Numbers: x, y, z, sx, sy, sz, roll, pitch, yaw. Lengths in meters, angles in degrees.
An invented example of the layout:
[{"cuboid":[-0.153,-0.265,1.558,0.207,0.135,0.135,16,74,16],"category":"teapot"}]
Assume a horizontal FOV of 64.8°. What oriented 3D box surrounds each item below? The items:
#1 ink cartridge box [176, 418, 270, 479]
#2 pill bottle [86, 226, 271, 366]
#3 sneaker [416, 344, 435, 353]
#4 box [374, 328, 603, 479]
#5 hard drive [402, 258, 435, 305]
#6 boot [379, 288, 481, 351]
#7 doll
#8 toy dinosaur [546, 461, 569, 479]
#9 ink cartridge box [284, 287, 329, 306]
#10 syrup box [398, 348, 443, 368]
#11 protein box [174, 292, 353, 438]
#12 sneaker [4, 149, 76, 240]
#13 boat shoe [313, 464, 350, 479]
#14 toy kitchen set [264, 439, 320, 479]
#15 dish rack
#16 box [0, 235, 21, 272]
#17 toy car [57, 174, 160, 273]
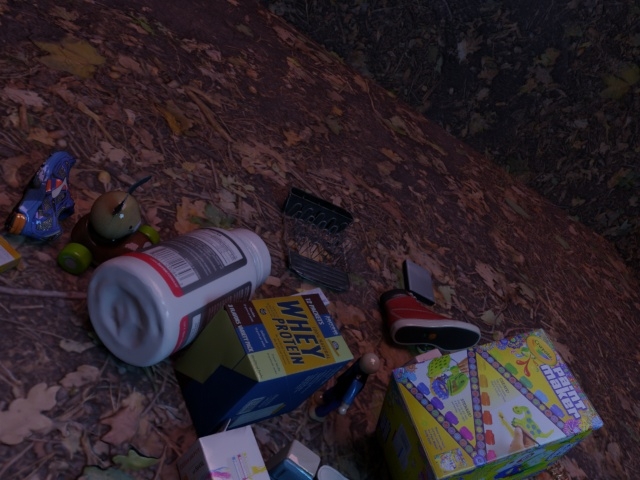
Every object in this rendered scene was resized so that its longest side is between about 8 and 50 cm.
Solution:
[{"cuboid":[-0.141,0.347,0.737,0.090,0.092,0.143,2,48,-43],"category":"ink cartridge box"},{"cuboid":[-0.224,0.075,0.890,0.176,0.176,0.318,46,29,9],"category":"pill bottle"},{"cuboid":[0.281,0.267,1.296,0.083,0.035,0.031,-12,61,-49],"category":"sneaker"},{"cuboid":[0.266,0.330,0.886,0.279,0.290,0.177,-12,52,-11],"category":"box"},{"cuboid":[0.289,0.123,1.486,0.094,0.022,0.135,28,35,-18],"category":"hard drive"},{"cuboid":[0.279,0.191,1.297,0.244,0.088,0.176,10,30,-14],"category":"boot"},{"cuboid":[0.048,0.268,0.926,0.046,0.189,0.129,37,33,-4],"category":"doll"},{"cuboid":[0.526,0.449,1.269,0.218,0.164,0.321,5,63,-21],"category":"toy dinosaur"},{"cuboid":[-0.082,0.157,1.012,0.207,0.097,0.046,-10,57,-49],"category":"ink cartridge box"},{"cuboid":[0.272,0.368,1.115,0.093,0.096,0.237,-4,54,-46],"category":"syrup box"},{"cuboid":[-0.097,0.206,0.846,0.201,0.200,0.136,0,51,-45],"category":"protein box"},{"cuboid":[-0.490,-0.078,0.920,0.087,0.083,0.221,35,36,-32],"category":"sneaker"},{"cuboid":[0.038,0.433,0.861,0.125,0.038,0.046,37,52,-3],"category":"boat shoe"},{"cuboid":[-0.014,0.435,0.730,0.207,0.122,0.166,37,33,-4],"category":"toy kitchen set"},{"cuboid":[0.000,0.000,1.301,0.208,0.074,0.271,21,38,-26],"category":"dish rack"},{"cuboid":[-0.546,0.031,0.768,0.081,0.028,0.136,43,36,4],"category":"box"},{"cuboid":[-0.345,-0.030,0.888,0.149,0.188,0.155,31,34,-13],"category":"toy car"}]
